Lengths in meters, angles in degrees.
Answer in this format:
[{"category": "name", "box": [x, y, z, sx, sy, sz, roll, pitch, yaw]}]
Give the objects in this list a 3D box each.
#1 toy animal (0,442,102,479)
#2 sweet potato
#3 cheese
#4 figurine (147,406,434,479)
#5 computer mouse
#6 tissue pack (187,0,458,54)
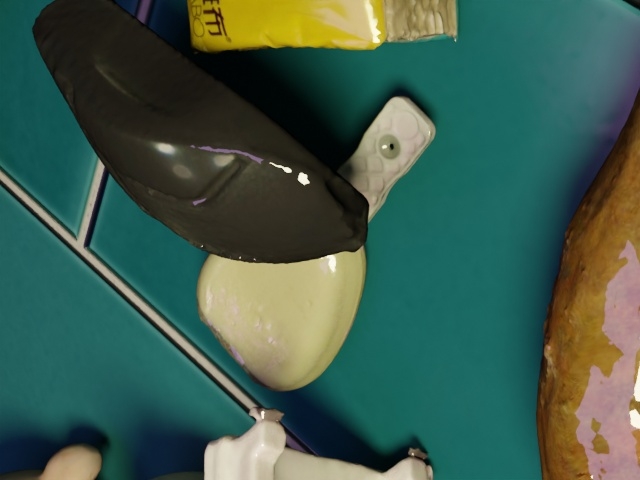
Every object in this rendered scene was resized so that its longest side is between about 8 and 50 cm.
[{"category": "toy animal", "box": [-0.229, 0.295, 0.658, 0.210, 0.221, 0.229, -35, 83, 37]}, {"category": "sweet potato", "box": [0.136, 0.065, 0.382, 0.097, 0.097, 0.292, -1, 103, 38]}, {"category": "cheese", "box": [0.000, 0.000, 0.500, 0.097, 0.037, 0.192, 48, 129, 14]}, {"category": "figurine", "box": [-0.061, 0.186, 0.538, 0.257, 0.182, 0.144, -27, 72, 42]}, {"category": "computer mouse", "box": [-0.064, -0.046, 0.458, 0.073, 0.122, 0.217, -49, 49, 1]}, {"category": "tissue pack", "box": [-0.007, -0.169, 0.420, 0.120, 0.082, 0.169, 8, 110, 38]}]
